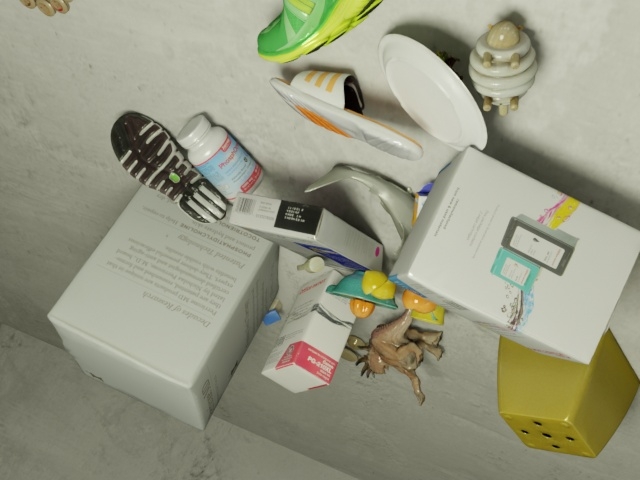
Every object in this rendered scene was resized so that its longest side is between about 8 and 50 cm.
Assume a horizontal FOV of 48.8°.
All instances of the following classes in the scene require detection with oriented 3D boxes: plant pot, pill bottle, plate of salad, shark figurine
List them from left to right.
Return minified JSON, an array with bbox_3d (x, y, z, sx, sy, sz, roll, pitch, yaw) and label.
[{"bbox_3d":[-0.185,-0.151,1.297,0.087,0.087,0.160,-7,136,46],"label":"pill bottle"},{"bbox_3d":[0.120,-0.034,1.202,0.278,0.116,0.166,41,147,-26],"label":"shark figurine"},{"bbox_3d":[0.153,-0.199,0.943,0.200,0.048,0.200,47,171,10],"label":"plate of salad"},{"bbox_3d":[0.456,0.290,1.351,0.212,0.187,0.212,-4,137,43],"label":"plant pot"}]

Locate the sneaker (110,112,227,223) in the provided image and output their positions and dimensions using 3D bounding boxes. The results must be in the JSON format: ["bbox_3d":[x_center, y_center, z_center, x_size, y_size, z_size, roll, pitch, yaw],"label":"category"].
[{"bbox_3d":[-0.297,-0.129,1.421,0.281,0.106,0.162,45,178,5],"label":"sneaker"}]

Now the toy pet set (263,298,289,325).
[{"bbox_3d":[-0.113,0.203,1.821,0.122,0.065,0.114,11,147,27],"label":"toy pet set"}]

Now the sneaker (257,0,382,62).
[{"bbox_3d":[0.002,-0.318,0.883,0.124,0.109,0.295,59,147,-6],"label":"sneaker"}]

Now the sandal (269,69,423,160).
[{"bbox_3d":[0.048,-0.196,1.037,0.265,0.076,0.102,28,176,24],"label":"sandal"}]

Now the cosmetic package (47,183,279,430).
[{"bbox_3d":[-0.315,0.138,1.552,0.327,0.394,0.329,23,151,9],"label":"cosmetic package"}]

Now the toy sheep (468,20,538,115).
[{"bbox_3d":[0.222,-0.207,0.862,0.091,0.091,0.132,16,140,21],"label":"toy sheep"}]

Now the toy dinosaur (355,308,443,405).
[{"bbox_3d":[0.162,0.243,1.603,0.200,0.127,0.296,20,145,28],"label":"toy dinosaur"}]

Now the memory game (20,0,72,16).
[{"bbox_3d":[-0.488,-0.447,1.161,0.186,0.012,0.186,21,150,13],"label":"memory game"}]

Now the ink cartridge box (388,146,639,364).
[{"bbox_3d":[0.270,0.027,1.017,0.270,0.197,0.198,26,175,0],"label":"ink cartridge box"}]

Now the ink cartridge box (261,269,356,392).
[{"bbox_3d":[-0.014,0.202,1.560,0.100,0.237,0.172,34,150,-15],"label":"ink cartridge box"}]

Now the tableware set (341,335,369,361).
[{"bbox_3d":[0.044,0.256,1.820,0.168,0.020,0.141,32,149,-5],"label":"tableware set"}]

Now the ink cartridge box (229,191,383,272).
[{"bbox_3d":[0.000,0.000,1.326,0.175,0.069,0.371,11,170,27],"label":"ink cartridge box"}]

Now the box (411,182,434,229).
[{"bbox_3d":[0.191,-0.025,1.153,0.081,0.028,0.136,1,113,-7],"label":"box"}]

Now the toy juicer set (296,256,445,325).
[{"bbox_3d":[0.081,0.104,1.375,0.328,0.090,0.209,14,173,12],"label":"toy juicer set"}]
